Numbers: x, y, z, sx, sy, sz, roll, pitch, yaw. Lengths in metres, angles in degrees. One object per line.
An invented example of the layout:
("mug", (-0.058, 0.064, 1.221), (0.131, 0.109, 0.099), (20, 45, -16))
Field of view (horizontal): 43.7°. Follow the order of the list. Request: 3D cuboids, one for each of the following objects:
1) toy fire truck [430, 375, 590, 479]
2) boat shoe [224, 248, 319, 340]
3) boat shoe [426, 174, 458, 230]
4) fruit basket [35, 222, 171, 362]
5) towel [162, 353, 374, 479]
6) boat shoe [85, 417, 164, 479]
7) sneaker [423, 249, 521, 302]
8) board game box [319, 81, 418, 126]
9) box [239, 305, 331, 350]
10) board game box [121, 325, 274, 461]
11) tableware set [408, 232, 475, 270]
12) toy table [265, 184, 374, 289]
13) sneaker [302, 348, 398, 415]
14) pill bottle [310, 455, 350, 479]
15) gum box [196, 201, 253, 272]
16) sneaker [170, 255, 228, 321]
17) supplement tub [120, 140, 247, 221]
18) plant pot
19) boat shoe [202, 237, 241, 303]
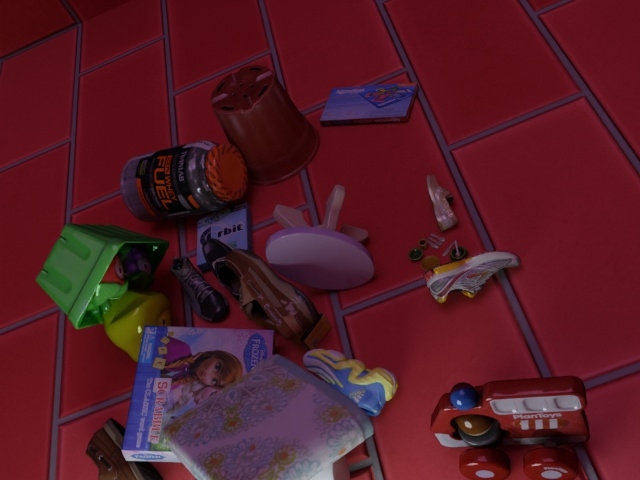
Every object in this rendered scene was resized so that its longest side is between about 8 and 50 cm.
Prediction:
("toy fire truck", (0.352, 0.331, 1.503), (0.302, 0.254, 0.169), (-6, 50, 22))
("boat shoe", (-0.143, 0.129, 1.933), (0.120, 0.123, 0.324), (-45, 46, -12))
("boat shoe", (0.311, -0.100, 2.029), (0.059, 0.063, 0.170), (-17, 56, 9))
("fruit basket", (-0.491, 0.133, 2.046), (0.392, 0.392, 0.283), (34, 96, 42))
("towel", (-0.117, 0.390, 1.621), (0.320, 0.090, 0.374), (-32, 27, -24))
("boat shoe", (-0.449, 0.539, 1.839), (0.104, 0.111, 0.307), (-45, 38, -9))
("sneaker", (0.356, 0.083, 1.845), (0.225, 0.088, 0.093), (-18, 80, 1))
("board game box", (0.144, -0.408, 2.392), (0.281, 0.027, 0.145), (2, 55, 28))
("box", (-0.090, 0.190, 1.980), (0.232, 0.058, 0.087), (21, 64, 37))
("board game box", (-0.271, 0.351, 1.840), (0.317, 0.066, 0.319), (2, 54, -1))
("tableware set", (0.292, 0.036, 1.944), (0.104, 0.024, 0.154), (-46, 48, -15))
("toy table", (0.000, 0.000, 1.982), (0.252, 0.274, 0.161), (-48, 28, 33))
("sneaker", (0.047, 0.324, 1.776), (0.240, 0.091, 0.126), (9, 58, 31))
("pill bottle", (-0.083, 0.502, 1.645), (0.272, 0.152, 0.152), (-13, 48, 18))
("gum box", (-0.271, -0.010, 2.251), (0.156, 0.041, 0.184), (-18, 46, 13))
("sneaker", (-0.338, 0.117, 2.112), (0.086, 0.132, 0.228), (-41, 46, -11))
("supplement tub", (-0.394, -0.173, 2.317), (0.338, 0.207, 0.207), (-9, 49, 28))
("plant pot", (-0.176, -0.349, 2.334), (0.272, 0.265, 0.272), (-14, 48, 16))
("boat shoe", (-0.248, 0.070, 2.116), (0.084, 0.079, 0.233), (-41, 58, 2))
